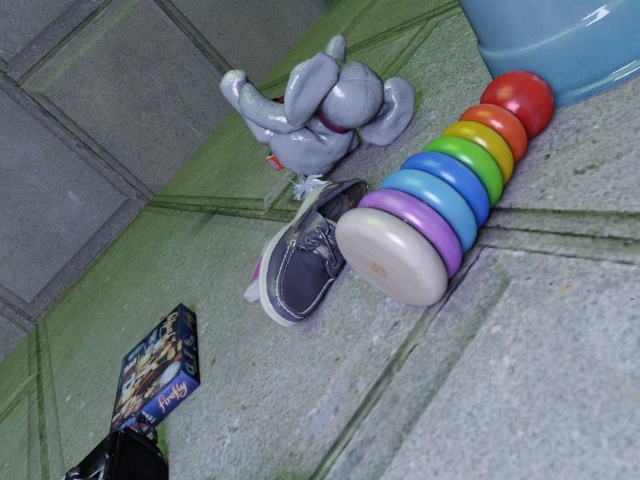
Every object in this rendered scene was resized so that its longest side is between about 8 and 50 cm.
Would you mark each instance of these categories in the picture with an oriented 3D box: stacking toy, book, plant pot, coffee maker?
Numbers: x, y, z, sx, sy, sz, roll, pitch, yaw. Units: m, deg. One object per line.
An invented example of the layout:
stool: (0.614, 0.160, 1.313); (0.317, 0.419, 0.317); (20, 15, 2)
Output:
stacking toy: (0.165, -0.085, 0.650); (0.330, 0.141, 0.141); (-49, 24, -21)
book: (-0.080, 0.034, 0.960); (0.096, 0.035, 0.144); (-31, 27, 35)
plant pot: (0.293, -0.407, 0.699); (0.341, 0.334, 0.341); (-35, 26, 20)
coffee maker: (-0.296, 0.349, 0.725); (0.178, 0.120, 0.171); (-42, 1, 5)

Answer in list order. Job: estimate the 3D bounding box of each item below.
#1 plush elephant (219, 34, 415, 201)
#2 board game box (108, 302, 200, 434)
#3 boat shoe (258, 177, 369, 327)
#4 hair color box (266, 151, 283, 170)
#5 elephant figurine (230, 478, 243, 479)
plush elephant: (0.008, -0.252, 1.011); (0.255, 0.272, 0.330); (-46, 49, 31)
board game box: (-0.289, 0.228, 0.967); (0.165, 0.042, 0.243); (-44, 24, 3)
boat shoe: (0.000, 0.000, 0.804); (0.092, 0.103, 0.285); (-29, 22, 42)
hair color box: (-0.066, -0.227, 1.342); (0.141, 0.043, 0.072); (-18, 36, 47)
elephant figurine: (-0.131, 0.316, 0.481); (0.239, 0.186, 0.169); (-38, 66, 41)
